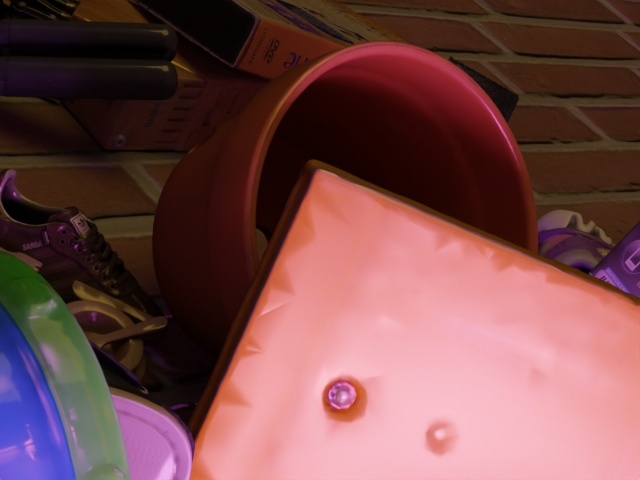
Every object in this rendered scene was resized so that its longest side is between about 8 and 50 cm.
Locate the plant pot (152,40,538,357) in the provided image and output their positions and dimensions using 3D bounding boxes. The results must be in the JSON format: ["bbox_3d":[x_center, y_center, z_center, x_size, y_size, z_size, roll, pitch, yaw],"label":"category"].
[{"bbox_3d":[0.000,0.000,1.392,0.291,0.291,0.203,6,-8,-38],"label":"plant pot"}]

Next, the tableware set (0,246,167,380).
[{"bbox_3d":[-0.217,0.053,1.315,0.194,0.039,0.128,27,42,-4],"label":"tableware set"}]

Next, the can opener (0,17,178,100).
[{"bbox_3d":[-0.268,-0.174,1.557,0.283,0.095,0.076,1,67,-6],"label":"can opener"}]

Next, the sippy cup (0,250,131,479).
[{"bbox_3d":[-0.258,0.140,0.965,0.224,0.240,0.305,-16,42,-37],"label":"sippy cup"}]

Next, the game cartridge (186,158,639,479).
[{"bbox_3d":[0.080,0.132,1.243,0.323,0.285,0.053,23,7,-14],"label":"game cartridge"}]

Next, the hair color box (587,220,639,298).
[{"bbox_3d":[0.415,0.120,1.696,0.339,0.110,0.185,30,19,-43],"label":"hair color box"}]

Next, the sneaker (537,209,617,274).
[{"bbox_3d":[0.322,0.060,1.830,0.236,0.095,0.104,23,33,-2],"label":"sneaker"}]

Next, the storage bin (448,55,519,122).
[{"bbox_3d":[0.116,-0.080,1.759,0.084,0.180,0.122,29,26,2],"label":"storage bin"}]

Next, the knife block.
[{"bbox_3d":[-0.210,-0.193,1.738,0.275,0.088,0.242,-2,41,-47],"label":"knife block"}]

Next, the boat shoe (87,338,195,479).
[{"bbox_3d":[-0.243,0.089,1.176,0.340,0.127,0.113,17,10,0],"label":"boat shoe"}]

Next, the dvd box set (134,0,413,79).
[{"bbox_3d":[-0.035,-0.228,1.878,0.307,0.062,0.420,37,16,36],"label":"dvd box set"}]

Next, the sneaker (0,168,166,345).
[{"bbox_3d":[-0.200,0.014,1.400,0.188,0.071,0.066,30,26,3],"label":"sneaker"}]
